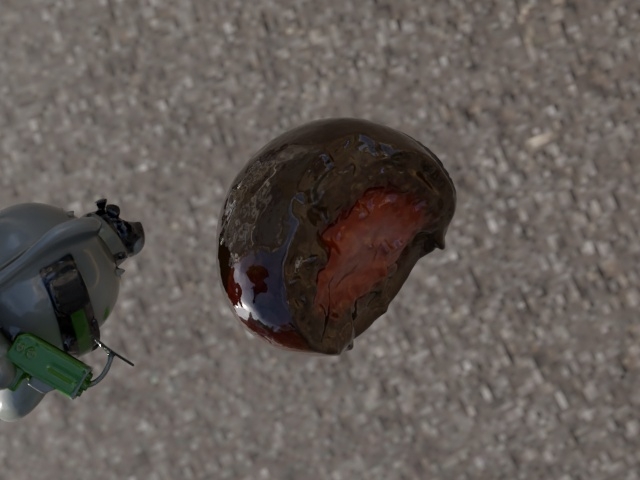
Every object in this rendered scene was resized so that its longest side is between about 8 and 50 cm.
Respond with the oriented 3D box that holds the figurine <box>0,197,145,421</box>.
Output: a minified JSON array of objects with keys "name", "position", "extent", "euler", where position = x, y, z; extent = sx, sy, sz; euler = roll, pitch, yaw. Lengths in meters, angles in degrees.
[{"name":"figurine","position":[-0.187,0.039,1.025],"extent":[0.126,0.192,0.147],"euler":[59,162,-8]}]

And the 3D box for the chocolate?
[{"name":"chocolate","position":[0.000,0.000,0.935],"extent":[0.127,0.133,0.124],"euler":[-21,94,40]}]
